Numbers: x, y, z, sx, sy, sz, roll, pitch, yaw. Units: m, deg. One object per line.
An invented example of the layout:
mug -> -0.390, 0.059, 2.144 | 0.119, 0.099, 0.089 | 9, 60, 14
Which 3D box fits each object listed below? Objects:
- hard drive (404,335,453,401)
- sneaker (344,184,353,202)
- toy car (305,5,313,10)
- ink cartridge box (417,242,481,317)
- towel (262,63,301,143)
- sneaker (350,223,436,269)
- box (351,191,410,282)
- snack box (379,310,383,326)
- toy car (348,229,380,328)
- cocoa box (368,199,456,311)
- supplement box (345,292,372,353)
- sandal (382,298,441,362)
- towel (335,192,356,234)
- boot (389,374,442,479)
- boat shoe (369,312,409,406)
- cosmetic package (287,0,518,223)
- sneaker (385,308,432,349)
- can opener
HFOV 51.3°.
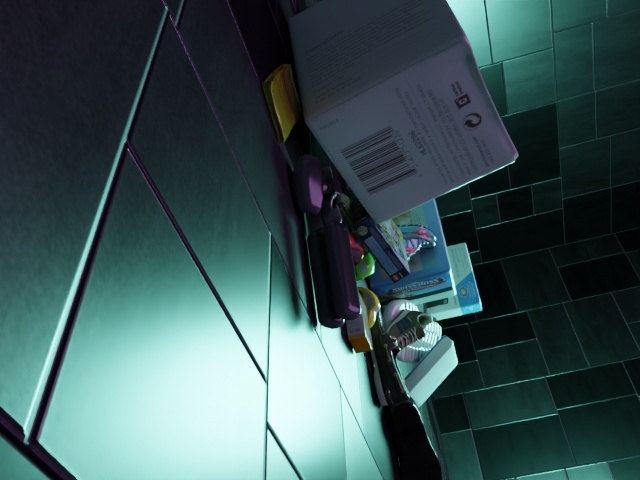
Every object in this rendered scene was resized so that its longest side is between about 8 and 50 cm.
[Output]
hard drive -> 0.341, 0.416, 2.075 | 0.040, 0.210, 0.319 | 41, -7, 24
sneaker -> 0.098, -0.120, 1.774 | 0.077, 0.072, 0.178 | 64, 6, -11
toy car -> 0.030, -0.526, 1.729 | 0.159, 0.136, 0.182 | -80, 155, -69
ink cartridge box -> 0.379, 0.159, 2.302 | 0.129, 0.307, 0.223 | 46, 32, -68
towel -> -0.060, -0.239, 1.132 | 0.237, 0.021, 0.102 | -78, 153, -69
sneaker -> 0.189, 0.026, 1.725 | 0.104, 0.262, 0.125 | -19, -108, 59
box -> 0.134, -0.022, 1.522 | 0.159, 0.044, 0.233 | 51, 16, -17
snack box -> 0.151, 0.238, 1.701 | 0.064, 0.022, 0.178 | 54, 24, -64
toy car -> 0.094, 0.065, 1.514 | 0.225, 0.053, 0.239 | -59, 135, -77
cocoa box -> 0.242, -0.006, 1.948 | 0.228, 0.231, 0.347 | 59, 20, -63
supplement box -> 0.071, 0.160, 1.289 | 0.062, 0.036, 0.098 | 65, 15, -50
sandal -> 0.251, 0.285, 1.990 | 0.416, 0.102, 0.169 | 36, 63, -55
towel -> 0.087, -0.045, 1.571 | 0.148, 0.027, 0.110 | 50, 14, -11
boot -> 0.216, 0.485, 1.644 | 0.280, 0.096, 0.264 | -11, 80, -88
boat shoe -> 0.150, 0.259, 1.515 | 0.081, 0.068, 0.228 | 59, 20, -62
cosmetic package -> 0.159, -0.323, 1.394 | 0.329, 0.327, 0.394 | 50, 21, -42
sneaker -> 0.236, 0.244, 1.780 | 0.192, 0.086, 0.064 | -42, 127, -49
can opener -> 0.000, 0.000, 1.052 | 0.093, 0.074, 0.280 | 13, 56, -41
